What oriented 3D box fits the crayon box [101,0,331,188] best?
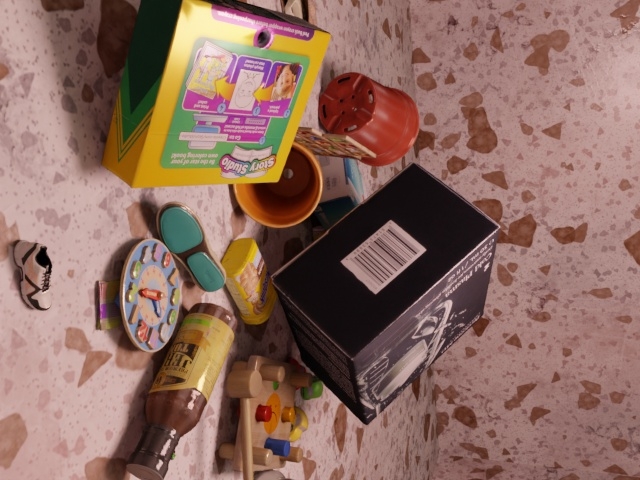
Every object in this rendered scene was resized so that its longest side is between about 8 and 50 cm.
[{"bbox_3d":[-0.174,-0.256,1.167,0.363,0.106,0.313,-8,128,-52],"label":"crayon box"}]

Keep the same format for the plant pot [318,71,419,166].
[{"bbox_3d":[0.141,-0.398,2.112,0.265,0.272,0.272,14,77,-60],"label":"plant pot"}]

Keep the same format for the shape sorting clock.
[{"bbox_3d":[-0.303,0.099,1.201,0.206,0.040,0.206,1,90,-73],"label":"shape sorting clock"}]

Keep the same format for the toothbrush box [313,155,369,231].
[{"bbox_3d":[0.062,-0.133,2.000,0.295,0.126,0.216,57,24,-56],"label":"toothbrush box"}]

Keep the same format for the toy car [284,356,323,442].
[{"bbox_3d":[-0.039,0.435,1.893,0.225,0.053,0.239,-10,100,-69],"label":"toy car"}]

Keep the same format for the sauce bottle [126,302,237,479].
[{"bbox_3d":[-0.257,0.276,1.241,0.344,0.111,0.111,-72,153,-42],"label":"sauce bottle"}]

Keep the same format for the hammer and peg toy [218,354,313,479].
[{"bbox_3d":[-0.145,0.402,1.517,0.361,0.127,0.266,36,59,-65],"label":"hammer and peg toy"}]

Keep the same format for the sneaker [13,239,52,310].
[{"bbox_3d":[-0.404,0.053,0.950,0.040,0.043,0.109,-53,140,-61],"label":"sneaker"}]

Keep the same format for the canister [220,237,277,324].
[{"bbox_3d":[-0.165,0.093,1.536,0.126,0.073,0.170,-70,150,-43],"label":"canister"}]

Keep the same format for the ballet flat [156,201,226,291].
[{"bbox_3d":[-0.258,0.003,1.304,0.248,0.086,0.086,73,27,-42],"label":"ballet flat"}]

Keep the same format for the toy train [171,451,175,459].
[{"bbox_3d":[-0.297,0.390,1.269,0.024,0.017,0.083,-81,160,-50],"label":"toy train"}]

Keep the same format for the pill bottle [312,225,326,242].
[{"bbox_3d":[0.000,0.000,2.007,0.043,0.043,0.083,-37,125,-64],"label":"pill bottle"}]

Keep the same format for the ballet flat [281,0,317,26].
[{"bbox_3d":[-0.066,-0.652,1.757,0.106,0.107,0.316,-49,134,-49],"label":"ballet flat"}]

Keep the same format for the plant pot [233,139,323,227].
[{"bbox_3d":[-0.091,-0.151,1.589,0.188,0.205,0.205,-71,157,-75],"label":"plant pot"}]

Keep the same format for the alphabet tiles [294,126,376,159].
[{"bbox_3d":[-0.033,-0.235,1.585,0.342,0.285,0.011,10,89,-69],"label":"alphabet tiles"}]

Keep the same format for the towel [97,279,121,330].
[{"bbox_3d":[-0.356,0.107,1.121,0.060,0.009,0.083,-3,94,-70],"label":"towel"}]

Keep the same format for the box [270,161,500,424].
[{"bbox_3d":[0.175,0.148,1.697,0.480,0.297,0.472,-39,152,-16],"label":"box"}]

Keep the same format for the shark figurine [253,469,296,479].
[{"bbox_3d":[-0.114,0.606,1.622,0.278,0.116,0.166,30,61,-68],"label":"shark figurine"}]
